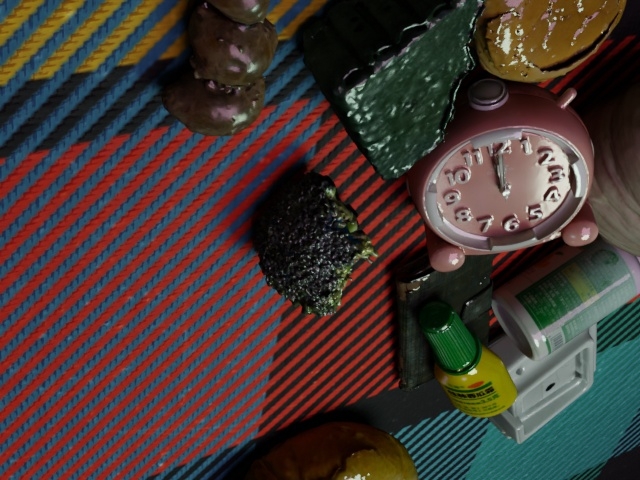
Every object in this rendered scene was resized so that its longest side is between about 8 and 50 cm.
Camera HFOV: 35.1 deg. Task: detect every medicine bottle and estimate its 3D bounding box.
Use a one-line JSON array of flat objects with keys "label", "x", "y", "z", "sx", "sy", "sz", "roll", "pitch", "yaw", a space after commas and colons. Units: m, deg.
[{"label": "medicine bottle", "x": 0.215, "y": 0.181, "z": 1.533, "sx": 0.111, "sy": 0.076, "sz": 0.309, "roll": -11, "pitch": 144, "yaw": 19}, {"label": "medicine bottle", "x": 0.413, "y": 0.065, "z": 1.594, "sx": 0.274, "sy": 0.133, "sz": 0.133, "roll": -32, "pitch": 144, "yaw": -5}]

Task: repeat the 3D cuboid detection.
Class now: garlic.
[{"label": "garlic", "x": 0.486, "y": -0.093, "z": 1.345, "sx": 0.317, "sy": 0.259, "sz": 0.317, "roll": -1, "pitch": 170, "yaw": 0}]

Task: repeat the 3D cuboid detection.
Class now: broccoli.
[{"label": "broccoli", "x": 0.000, "y": 0.000, "z": 1.202, "sx": 0.154, "sy": 0.167, "sz": 0.160, "roll": -26, "pitch": -170, "yaw": 45}]

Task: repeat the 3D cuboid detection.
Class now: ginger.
[{"label": "ginger", "x": -0.087, "y": -0.185, "z": 0.946, "sx": 0.104, "sy": 0.080, "sz": 0.204, "roll": -7, "pitch": 137, "yaw": -27}]

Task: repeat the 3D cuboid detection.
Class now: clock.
[{"label": "clock", "x": 0.215, "y": -0.100, "z": 1.235, "sx": 0.227, "sy": 0.142, "sz": 0.241, "roll": -12, "pitch": 136, "yaw": 8}, {"label": "clock", "x": 0.393, "y": 0.225, "z": 1.774, "sx": 0.231, "sy": 0.116, "sz": 0.262, "roll": -31, "pitch": 145, "yaw": -9}]

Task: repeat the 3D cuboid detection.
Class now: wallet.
[{"label": "wallet", "x": 0.188, "y": 0.111, "z": 1.533, "sx": 0.169, "sy": 0.044, "sz": 0.317, "roll": -27, "pitch": 144, "yaw": -15}]

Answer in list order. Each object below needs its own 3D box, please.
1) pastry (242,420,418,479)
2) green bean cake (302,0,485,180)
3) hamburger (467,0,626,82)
[{"label": "pastry", "x": 0.001, "y": 0.436, "z": 1.649, "sx": 0.356, "sy": 0.164, "sz": 0.356, "roll": -22, "pitch": 137, "yaw": -23}, {"label": "green bean cake", "x": 0.094, "y": -0.185, "z": 1.074, "sx": 0.193, "sy": 0.107, "sz": 0.208, "roll": -39, "pitch": 145, "yaw": -2}, {"label": "hamburger", "x": 0.242, "y": -0.275, "z": 1.104, "sx": 0.214, "sy": 0.108, "sz": 0.213, "roll": -19, "pitch": 136, "yaw": -19}]
